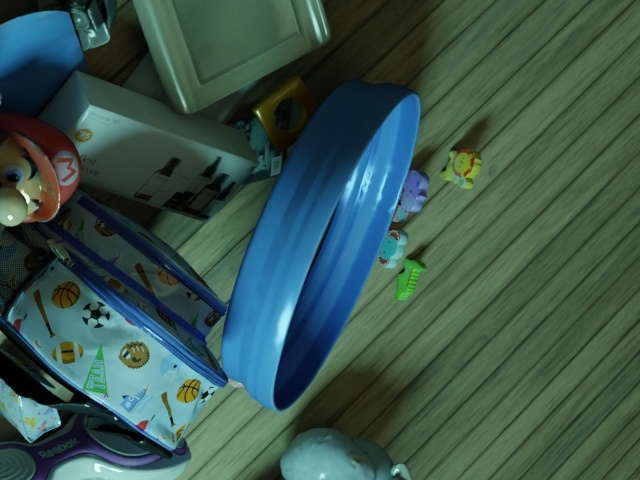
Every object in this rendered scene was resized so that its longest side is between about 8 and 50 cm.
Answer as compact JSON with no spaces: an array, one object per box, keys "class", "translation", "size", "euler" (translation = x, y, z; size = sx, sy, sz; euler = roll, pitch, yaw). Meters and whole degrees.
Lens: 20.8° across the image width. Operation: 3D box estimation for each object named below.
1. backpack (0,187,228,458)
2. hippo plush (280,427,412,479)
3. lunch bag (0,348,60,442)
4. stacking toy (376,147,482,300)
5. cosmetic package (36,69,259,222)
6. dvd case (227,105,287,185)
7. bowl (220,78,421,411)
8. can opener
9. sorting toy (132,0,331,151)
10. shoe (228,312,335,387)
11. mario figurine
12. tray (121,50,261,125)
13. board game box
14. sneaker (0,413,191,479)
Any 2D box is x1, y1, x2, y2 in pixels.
[{"class":"backpack","translation":[-0.215,0.089,1.782],"size":[0.213,0.263,0.276],"euler":[-49,140,5]},{"class":"hippo plush","translation":[0.024,0.373,2.235],"size":[0.237,0.234,0.294],"euler":[-56,139,-1]},{"class":"lunch bag","translation":[-0.321,0.163,1.883],"size":[0.053,0.071,0.083],"euler":[-32,133,-25]},{"class":"stacking toy","translation":[0.103,-0.026,2.204],"size":[0.167,0.052,0.221],"euler":[9,108,-47]},{"class":"cosmetic package","translation":[-0.184,-0.094,1.828],"size":[0.239,0.060,0.099],"euler":[17,122,-44]},{"class":"dvd case","translation":[-0.090,-0.102,1.992],"size":[0.119,0.013,0.087],"euler":[-17,125,-36]},{"class":"bowl","translation":[0.000,0.000,1.950],"size":[0.391,0.077,0.391],"euler":[-62,168,-24]},{"class":"can opener","translation":[-0.263,-0.305,1.664],"size":[0.095,0.076,0.283],"euler":[-68,152,-42]},{"class":"sorting toy","translation":[-0.099,-0.249,1.822],"size":[0.196,0.047,0.348],"euler":[-28,119,-19]},{"class":"shoe","translation":[-0.043,0.123,2.147],"size":[0.178,0.063,0.081],"euler":[-17,127,-31]},{"class":"mario figurine","translation":[-0.367,-0.030,1.631],"size":[0.320,0.170,0.198],"euler":[-20,162,-26]},{"class":"tray","translation":[-0.093,-0.221,1.891],"size":[0.270,0.030,0.145],"euler":[-54,133,-5]},{"class":"board game box","translation":[-0.302,-0.175,1.708],"size":[0.133,0.033,0.169],"euler":[-31,156,-11]},{"class":"sneaker","translation":[-0.291,0.280,1.981],"size":[0.305,0.114,0.152],"euler":[-11,135,-36]}]
